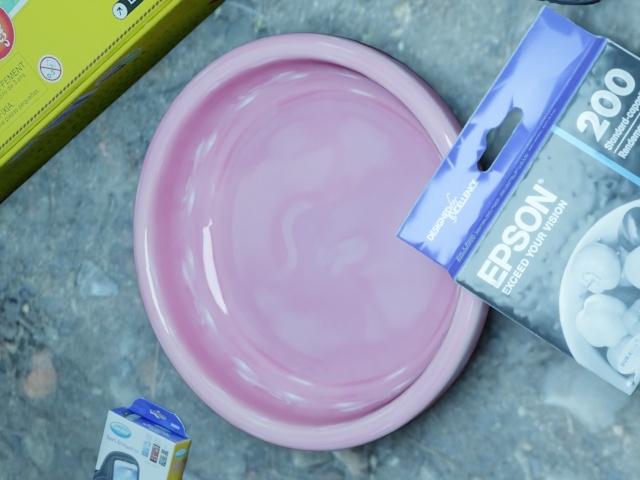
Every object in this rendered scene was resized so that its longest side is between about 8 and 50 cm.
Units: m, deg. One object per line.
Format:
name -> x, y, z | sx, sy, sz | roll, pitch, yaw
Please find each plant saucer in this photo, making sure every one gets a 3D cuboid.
plant saucer -> 0.000, 0.000, 1.278 | 0.332, 0.084, 0.332 | 4, 97, 32

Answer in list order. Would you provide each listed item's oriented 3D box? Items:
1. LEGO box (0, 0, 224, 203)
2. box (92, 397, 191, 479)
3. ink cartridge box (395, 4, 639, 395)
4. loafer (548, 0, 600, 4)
LEGO box -> -0.307, -0.260, 1.329 | 0.500, 0.193, 0.372 | -37, 92, 29
box -> -0.166, 0.214, 1.432 | 0.081, 0.028, 0.136 | 21, 106, 29
ink cartridge box -> 0.189, -0.032, 1.122 | 0.208, 0.045, 0.206 | 33, 96, 10
loafer -> 0.123, -0.245, 1.183 | 0.223, 0.076, 0.078 | 36, 119, 29
